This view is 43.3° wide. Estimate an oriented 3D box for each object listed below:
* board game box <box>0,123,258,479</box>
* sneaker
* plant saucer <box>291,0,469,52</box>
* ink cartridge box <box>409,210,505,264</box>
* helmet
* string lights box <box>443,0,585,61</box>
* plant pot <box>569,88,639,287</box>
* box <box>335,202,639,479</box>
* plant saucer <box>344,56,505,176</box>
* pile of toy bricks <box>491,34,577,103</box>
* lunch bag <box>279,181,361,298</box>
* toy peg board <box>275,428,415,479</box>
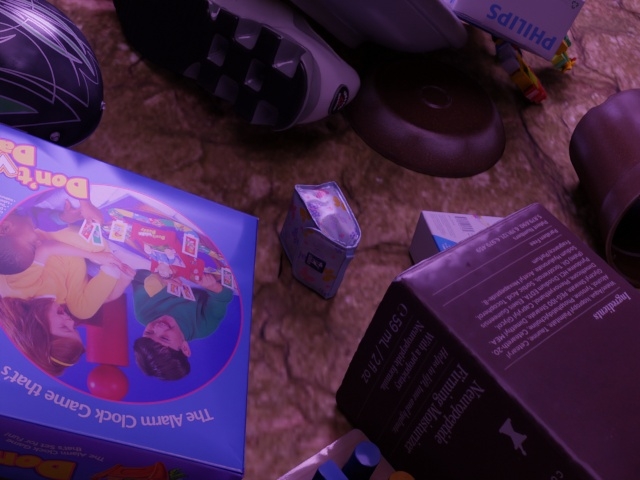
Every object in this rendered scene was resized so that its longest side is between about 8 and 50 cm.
[{"bbox_3d":[-0.218,0.033,0.555,0.347,0.078,0.233,21,43,-22],"label":"board game box"},{"bbox_3d":[-0.097,-0.229,0.886,0.330,0.122,0.146,42,32,21],"label":"sneaker"},{"bbox_3d":[-0.012,-0.323,0.917,0.400,0.100,0.400,39,12,-10],"label":"plant saucer"},{"bbox_3d":[0.157,0.019,0.759,0.122,0.052,0.088,3,35,-14],"label":"ink cartridge box"},{"bbox_3d":[-0.276,-0.138,0.688,0.169,0.161,0.169,36,40,-37],"label":"helmet"},{"bbox_3d":[0.189,-0.298,0.965,0.133,0.076,0.259,22,18,-19],"label":"string lights box"},{"bbox_3d":[0.351,-0.065,0.846,0.167,0.167,0.165,5,41,-14],"label":"plant pot"},{"bbox_3d":[0.151,0.114,0.602,0.167,0.168,0.203,-24,59,-35],"label":"box"},{"bbox_3d":[0.127,-0.155,0.931,0.199,0.036,0.198,10,47,-11],"label":"plant saucer"},{"bbox_3d":[0.295,-0.259,1.047,0.105,0.118,0.212,43,31,-23],"label":"pile of toy bricks"},{"bbox_3d":[0.000,0.000,0.723,0.053,0.071,0.083,-9,53,-27],"label":"lunch bag"},{"bbox_3d":[0.025,0.211,0.536,0.161,0.079,0.160,-25,61,-35],"label":"toy peg board"}]
